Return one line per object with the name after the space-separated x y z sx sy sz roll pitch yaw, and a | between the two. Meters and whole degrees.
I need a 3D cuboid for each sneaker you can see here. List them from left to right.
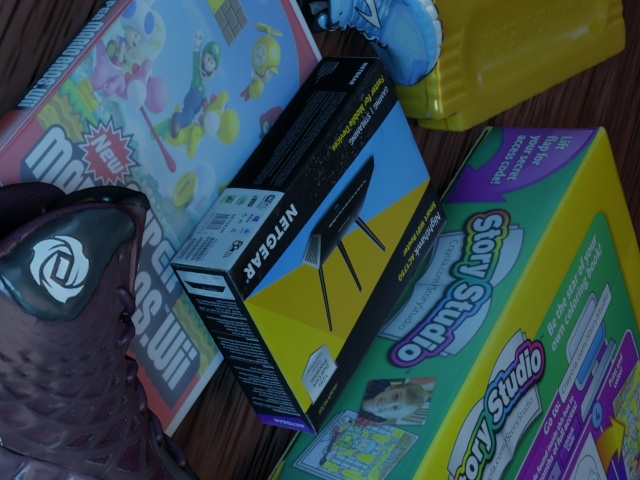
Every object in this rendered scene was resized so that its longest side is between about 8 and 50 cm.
-0.093 0.065 0.734 0.281 0.106 0.162 36 71 -46 | sneaker
0.014 -0.147 0.948 0.073 0.063 0.162 -51 131 -13 | sneaker

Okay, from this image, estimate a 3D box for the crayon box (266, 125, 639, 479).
0.130 0.151 1.088 0.363 0.106 0.313 -56 135 -40 | crayon box

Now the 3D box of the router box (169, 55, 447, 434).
0.000 0.000 0.902 0.179 0.046 0.133 -56 137 -33 | router box

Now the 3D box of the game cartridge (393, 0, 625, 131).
0.130 -0.259 1.084 0.285 0.053 0.323 -29 117 -49 | game cartridge

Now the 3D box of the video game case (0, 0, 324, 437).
-0.083 -0.029 0.845 0.285 0.025 0.204 -57 136 -33 | video game case
